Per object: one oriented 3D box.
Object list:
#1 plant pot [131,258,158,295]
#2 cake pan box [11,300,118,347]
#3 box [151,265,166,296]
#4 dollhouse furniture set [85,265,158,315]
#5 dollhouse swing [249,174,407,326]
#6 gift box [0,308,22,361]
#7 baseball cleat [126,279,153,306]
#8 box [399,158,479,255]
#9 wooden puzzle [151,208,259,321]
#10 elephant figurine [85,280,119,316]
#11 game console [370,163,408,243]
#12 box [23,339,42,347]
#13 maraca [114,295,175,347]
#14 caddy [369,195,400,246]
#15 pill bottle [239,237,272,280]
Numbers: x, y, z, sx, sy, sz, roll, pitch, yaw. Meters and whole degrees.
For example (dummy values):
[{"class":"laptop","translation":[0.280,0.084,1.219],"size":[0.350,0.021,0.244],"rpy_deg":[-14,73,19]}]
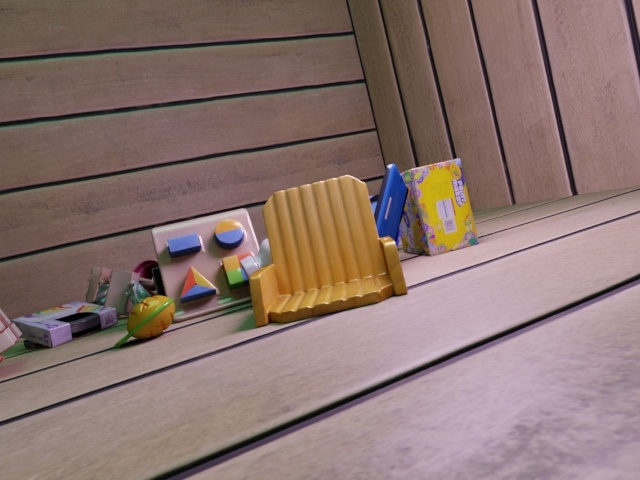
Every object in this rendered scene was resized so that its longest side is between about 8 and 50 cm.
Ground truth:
[{"class":"plant pot","translation":[-0.806,0.203,2.289],"size":[0.202,0.201,0.180],"rpy_deg":[-13,-13,7]},{"class":"cake pan box","translation":[-0.899,0.290,1.635],"size":[0.267,0.070,0.246],"rpy_deg":[3,13,33]},{"class":"box","translation":[-0.430,0.141,1.650],"size":[0.297,0.182,0.294],"rpy_deg":[-14,1,-18]},{"class":"dollhouse furniture set","translation":[-0.765,0.239,1.996],"size":[0.304,0.173,0.355],"rpy_deg":[7,-10,19]},{"class":"dollhouse swing","translation":[0.000,0.000,1.140],"size":[0.347,0.304,0.315],"rpy_deg":[-12,3,5]},{"class":"gift box","translation":[-0.976,0.262,1.209],"size":[0.276,0.258,0.255],"rpy_deg":[-36,13,-20]},{"class":"baseball cleat","translation":[-0.666,0.223,1.759],"size":[0.110,0.072,0.206],"rpy_deg":[11,23,-40]},{"class":"box","translation":[0.383,-0.111,1.623],"size":[0.177,0.289,0.279],"rpy_deg":[-14,4,-8]},{"class":"wooden puzzle","translation":[-0.348,0.057,1.473],"size":[0.322,0.347,0.080],"rpy_deg":[-15,-25,-17]},{"class":"elephant figurine","translation":[-0.935,0.268,2.011],"size":[0.186,0.169,0.239],"rpy_deg":[-42,12,15]},{"class":"game console","translation":[0.164,-0.066,1.482],"size":[0.174,0.293,0.250],"rpy_deg":[5,-22,29]},{"class":"box","translation":[-0.969,0.348,1.651],"size":[0.094,0.027,0.137],"rpy_deg":[-10,4,38]},{"class":"maraca","translation":[-0.463,0.216,1.221],"size":[0.186,0.099,0.127],"rpy_deg":[-40,2,-2]},{"class":"caddy","translation":[0.179,-0.043,1.812],"size":[0.341,0.241,0.179],"rpy_deg":[-17,0,-45]},{"class":"pill bottle","translation":[-0.063,0.047,1.393],"size":[0.334,0.187,0.188],"rpy_deg":[-28,6,-12]}]
